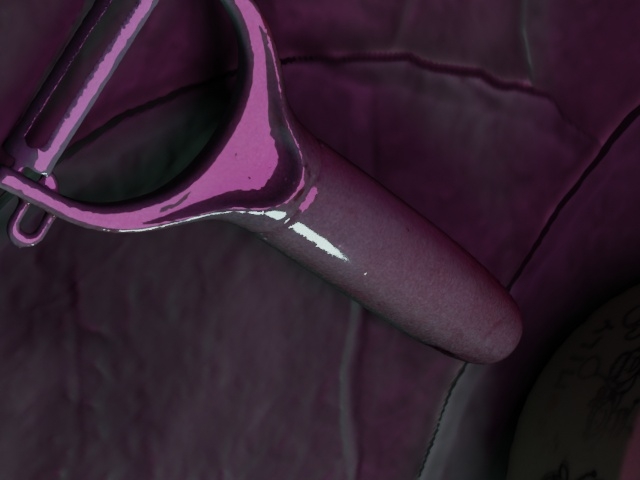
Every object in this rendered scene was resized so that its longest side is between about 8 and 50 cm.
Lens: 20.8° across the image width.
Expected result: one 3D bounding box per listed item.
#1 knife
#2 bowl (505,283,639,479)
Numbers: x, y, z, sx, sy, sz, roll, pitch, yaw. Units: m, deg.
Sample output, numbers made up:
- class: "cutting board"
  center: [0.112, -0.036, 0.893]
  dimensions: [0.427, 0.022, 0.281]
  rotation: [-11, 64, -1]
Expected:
- class: "knife"
  center: [0.001, 0.001, 0.691]
  dimensions: [0.278, 0.053, 0.123]
  rotation: [33, 92, -42]
- class: "bowl"
  center: [0.216, 0.123, 0.799]
  dimensions: [0.238, 0.126, 0.237]
  rotation: [2, 84, -15]
